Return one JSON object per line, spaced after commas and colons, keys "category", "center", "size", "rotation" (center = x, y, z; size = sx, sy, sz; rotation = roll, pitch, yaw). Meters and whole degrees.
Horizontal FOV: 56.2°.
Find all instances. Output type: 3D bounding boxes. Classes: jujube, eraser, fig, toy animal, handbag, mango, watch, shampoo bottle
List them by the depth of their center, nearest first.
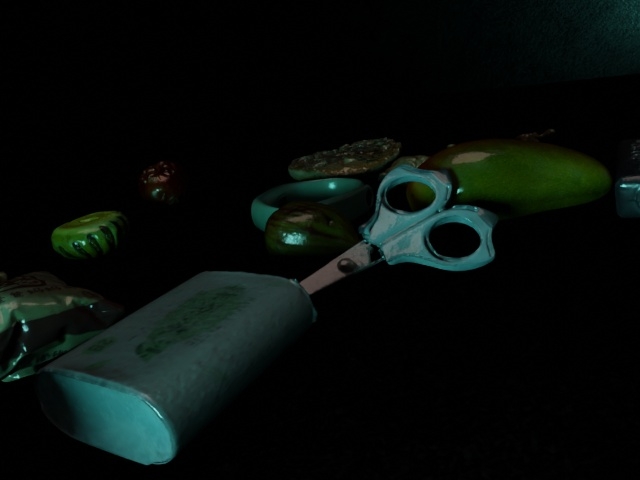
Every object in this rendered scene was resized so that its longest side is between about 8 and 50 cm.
{"category": "eraser", "center": [-0.133, 0.110, 0.599], "size": [0.174, 0.081, 0.227], "rotation": [2, 21, 30]}
{"category": "handbag", "center": [-0.370, 0.097, 0.691], "size": [0.213, 0.127, 0.235], "rotation": [-26, 22, -36]}
{"category": "fig", "center": [0.000, 0.000, 0.840], "size": [0.155, 0.103, 0.109], "rotation": [19, 53, 24]}
{"category": "shampoo bottle", "center": [0.487, -0.090, 0.879], "size": [0.098, 0.071, 0.309], "rotation": [1, 21, 27]}
{"category": "mango", "center": [0.275, -0.090, 0.910], "size": [0.290, 0.129, 0.146], "rotation": [-2, -6, 1]}
{"category": "watch", "center": [-0.017, -0.060, 1.082], "size": [0.195, 0.068, 0.237], "rotation": [1, 17, 25]}
{"category": "toy animal", "center": [0.266, -0.142, 1.131], "size": [0.313, 0.097, 0.157], "rotation": [-12, 12, -10]}
{"category": "jujube", "center": [-0.367, -0.130, 1.405], "size": [0.112, 0.109, 0.176], "rotation": [-44, 21, 6]}

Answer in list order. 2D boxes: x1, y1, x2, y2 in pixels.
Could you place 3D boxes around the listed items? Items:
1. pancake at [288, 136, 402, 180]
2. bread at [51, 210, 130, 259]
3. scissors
{"category": "pancake", "center": [0.061, -0.197, 1.468], "size": [0.283, 0.048, 0.282], "rotation": [-10, 18, 3]}
{"category": "bread", "center": [-0.426, -0.008, 1.123], "size": [0.130, 0.071, 0.139], "rotation": [-8, 20, 17]}
{"category": "scissors", "center": [0.058, 0.017, 0.768], "size": [0.361, 0.029, 0.191], "rotation": [-27, 60, -20]}
